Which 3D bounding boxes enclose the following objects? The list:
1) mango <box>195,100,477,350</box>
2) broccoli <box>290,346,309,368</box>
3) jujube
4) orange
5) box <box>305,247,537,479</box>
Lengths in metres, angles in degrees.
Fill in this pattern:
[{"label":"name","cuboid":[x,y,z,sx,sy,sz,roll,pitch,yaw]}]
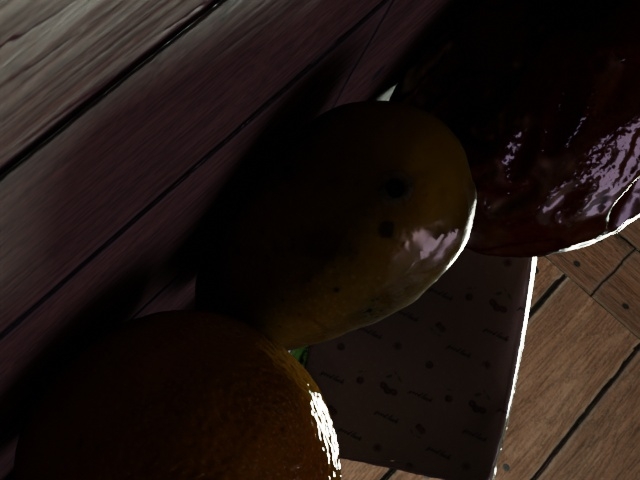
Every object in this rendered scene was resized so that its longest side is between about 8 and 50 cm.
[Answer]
[{"label":"mango","cuboid":[-0.005,-0.001,1.442,0.176,0.175,0.329,6,156,-44]},{"label":"broccoli","cuboid":[0.032,0.151,2.369,0.254,0.269,0.269,-50,176,-35]},{"label":"jujube","cuboid":[0.240,-0.151,1.705,0.377,0.276,0.276,-51,173,10]},{"label":"orange","cuboid":[-0.109,0.174,1.360,0.264,0.264,0.264,-48,174,-7]},{"label":"box","cuboid":[0.115,0.094,1.964,0.190,0.225,0.297,-35,135,-80]}]
